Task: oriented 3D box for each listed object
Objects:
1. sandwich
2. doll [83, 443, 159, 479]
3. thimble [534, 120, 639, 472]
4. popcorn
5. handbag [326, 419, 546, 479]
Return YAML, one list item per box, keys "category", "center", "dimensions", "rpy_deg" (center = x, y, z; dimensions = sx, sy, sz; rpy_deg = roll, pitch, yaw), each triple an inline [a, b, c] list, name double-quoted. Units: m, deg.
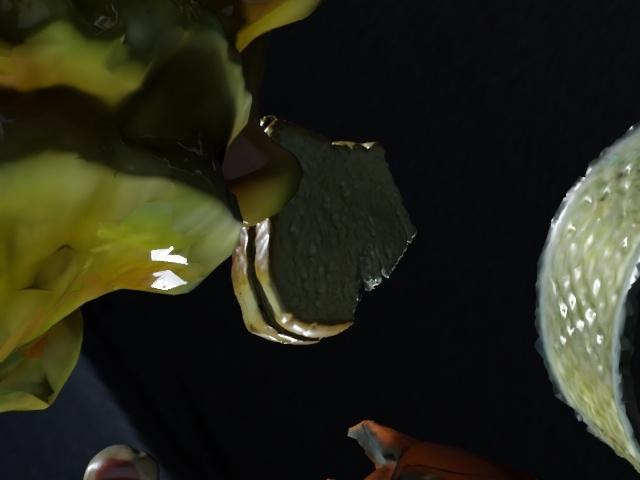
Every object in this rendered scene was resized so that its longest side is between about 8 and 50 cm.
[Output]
- category: "sandwich"
  center: [0.000, 0.000, 0.932]
  dimensions: [0.036, 0.093, 0.105]
  rpy_deg: [-18, -117, 52]
- category: "doll"
  center: [-0.206, 0.327, 1.534]
  dimensions: [0.330, 0.174, 0.235]
  rpy_deg: [-35, -99, 7]
- category: "thimble"
  center: [0.284, 0.046, 1.263]
  dimensions: [0.271, 0.150, 0.271]
  rpy_deg: [-3, -77, -11]
- category: "popcorn"
  center: [-0.152, -0.103, 0.649]
  dimensions: [0.290, 0.321, 0.326]
  rpy_deg: [11, -97, 31]
- category: "handbag"
  center: [0.169, 0.170, 0.627]
  dimensions: [0.303, 0.410, 0.116]
  rpy_deg: [27, -96, -17]
